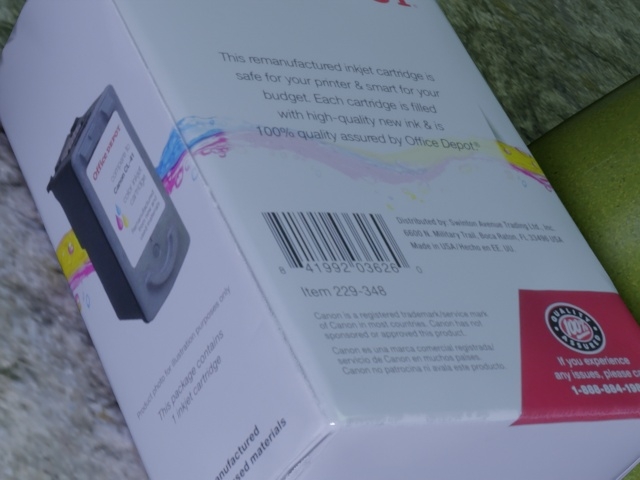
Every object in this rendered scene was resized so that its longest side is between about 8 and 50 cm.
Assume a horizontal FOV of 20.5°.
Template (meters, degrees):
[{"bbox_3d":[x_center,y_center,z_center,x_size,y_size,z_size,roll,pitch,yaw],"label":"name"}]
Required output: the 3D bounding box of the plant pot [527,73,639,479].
[{"bbox_3d":[0.268,0.029,1.011,0.366,0.353,0.366,36,26,-21],"label":"plant pot"}]

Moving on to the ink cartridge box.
[{"bbox_3d":[0.000,0.000,0.854,0.226,0.131,0.306,2,46,-38],"label":"ink cartridge box"}]
